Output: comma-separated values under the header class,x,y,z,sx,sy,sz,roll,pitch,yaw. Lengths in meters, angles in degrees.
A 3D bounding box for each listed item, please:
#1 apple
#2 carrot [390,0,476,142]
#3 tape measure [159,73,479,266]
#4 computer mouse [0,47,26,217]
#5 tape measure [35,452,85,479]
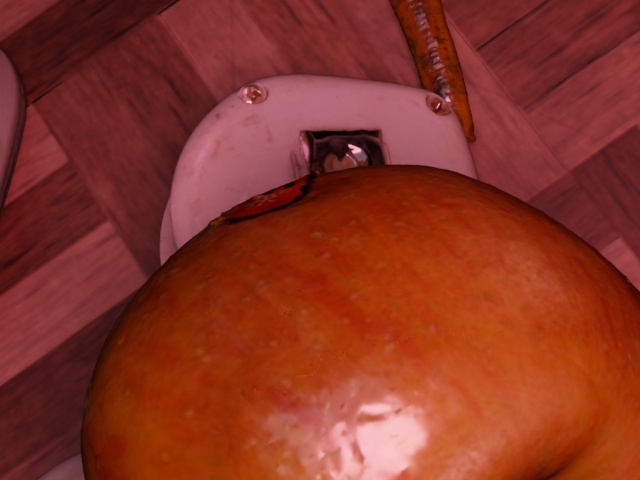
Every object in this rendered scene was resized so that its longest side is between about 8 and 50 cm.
class,x,y,z,sx,sy,sz,roll,pitch,yaw
apple,0.045,0.146,1.165,0.400,0.333,0.400,-3,100,-16
carrot,0.091,-0.155,1.512,0.042,0.042,0.171,-17,73,6
tape measure,0.000,0.000,1.401,0.258,0.130,0.265,-7,68,-13
computer mouse,-0.353,-0.048,1.511,0.197,0.095,0.331,-5,55,13
tape measure,-0.132,0.268,1.389,0.246,0.125,0.243,-30,64,-1
